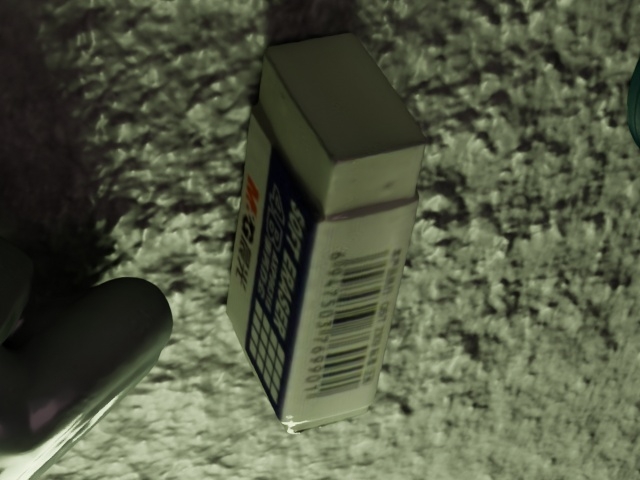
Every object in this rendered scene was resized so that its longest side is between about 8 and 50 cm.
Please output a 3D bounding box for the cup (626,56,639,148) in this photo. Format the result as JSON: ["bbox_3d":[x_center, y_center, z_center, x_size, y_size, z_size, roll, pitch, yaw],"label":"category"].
[{"bbox_3d":[0.404,-0.070,1.373,0.242,0.292,0.308,-14,140,-18],"label":"cup"}]

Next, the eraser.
[{"bbox_3d":[0.000,0.000,1.336,0.081,0.124,0.279,-12,139,-21],"label":"eraser"}]

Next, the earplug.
[{"bbox_3d":[-0.230,0.079,1.265,0.214,0.175,0.325,-44,148,12],"label":"earplug"}]
